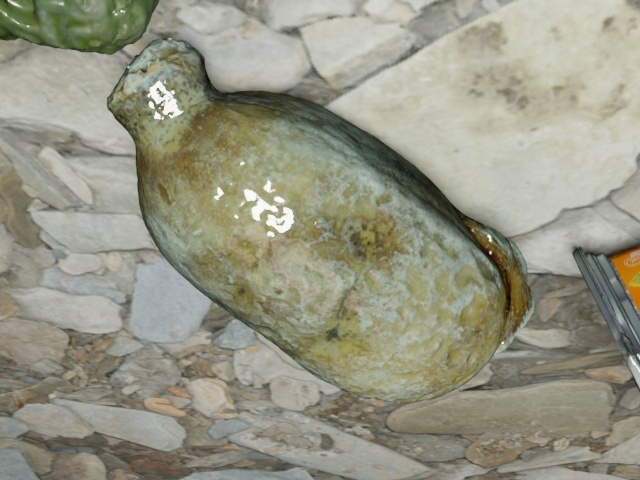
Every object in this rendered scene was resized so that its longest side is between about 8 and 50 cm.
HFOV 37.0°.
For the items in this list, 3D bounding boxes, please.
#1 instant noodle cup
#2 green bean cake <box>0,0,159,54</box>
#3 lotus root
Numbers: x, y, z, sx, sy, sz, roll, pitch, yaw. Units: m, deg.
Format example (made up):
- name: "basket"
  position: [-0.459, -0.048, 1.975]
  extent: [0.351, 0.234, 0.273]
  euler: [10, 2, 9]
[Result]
- name: "instant noodle cup"
  position: [0.283, 0.062, 0.711]
  extent: [0.125, 0.208, 0.178]
  euler: [-26, 102, 13]
- name: "green bean cake"
  position: [-0.177, -0.193, 0.497]
  extent: [0.185, 0.094, 0.183]
  euler: [10, 142, 1]
- name: "lotus root"
  position: [-0.001, 0.002, 0.653]
  extent: [0.349, 0.175, 0.175]
  euler: [32, 133, -26]
